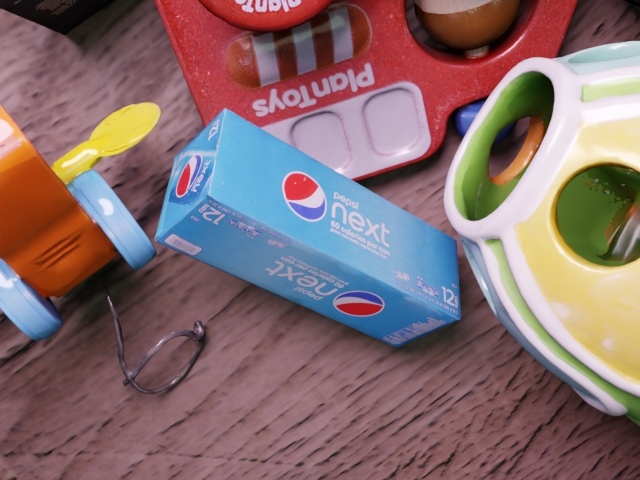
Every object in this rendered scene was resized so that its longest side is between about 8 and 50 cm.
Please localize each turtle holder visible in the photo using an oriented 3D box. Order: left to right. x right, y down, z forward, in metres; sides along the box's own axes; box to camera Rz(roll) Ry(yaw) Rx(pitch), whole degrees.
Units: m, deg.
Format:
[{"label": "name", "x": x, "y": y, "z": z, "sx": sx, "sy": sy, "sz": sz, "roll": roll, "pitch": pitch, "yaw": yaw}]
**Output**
[{"label": "turtle holder", "x": 0.201, "y": 0.010, "z": 0.445, "sx": 0.227, "sy": 0.320, "sz": 0.243, "roll": 26, "pitch": 131, "yaw": -12}]

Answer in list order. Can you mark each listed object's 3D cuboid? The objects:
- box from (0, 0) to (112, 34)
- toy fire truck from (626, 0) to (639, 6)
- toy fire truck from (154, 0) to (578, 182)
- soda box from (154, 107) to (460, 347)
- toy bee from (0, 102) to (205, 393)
[{"label": "box", "x": -0.194, "y": -0.225, "z": 0.468, "sx": 0.093, "sy": 0.158, "sz": 0.156, "roll": -36, "pitch": 99, "yaw": 3}, {"label": "toy fire truck", "x": 0.321, "y": -0.234, "z": 0.451, "sx": 0.217, "sy": 0.158, "sz": 0.246, "roll": 26, "pitch": 112, "yaw": 8}, {"label": "toy fire truck", "x": 0.040, "y": -0.162, "z": 0.507, "sx": 0.302, "sy": 0.169, "sz": 0.254, "roll": -18, "pitch": 126, "yaw": -1}, {"label": "soda box", "x": 0.000, "y": 0.000, "z": 0.514, "sx": 0.210, "sy": 0.071, "sz": 0.067, "roll": 27, "pitch": 140, "yaw": -30}, {"label": "toy bee", "x": -0.196, "y": -0.007, "z": 0.498, "sx": 0.195, "sy": 0.298, "sz": 0.162, "roll": -28, "pitch": 58, "yaw": -31}]
